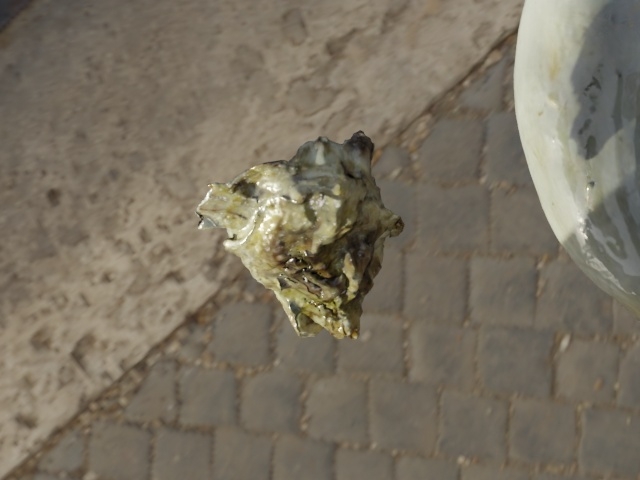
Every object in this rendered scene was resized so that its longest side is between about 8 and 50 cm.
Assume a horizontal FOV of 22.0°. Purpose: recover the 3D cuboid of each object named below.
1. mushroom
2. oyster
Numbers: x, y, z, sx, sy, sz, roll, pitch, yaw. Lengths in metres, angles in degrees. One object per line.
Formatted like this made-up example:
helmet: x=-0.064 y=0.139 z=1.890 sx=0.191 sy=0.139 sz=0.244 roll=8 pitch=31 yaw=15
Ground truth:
mushroom: x=0.191 y=-0.059 z=1.078 sx=0.118 sy=0.103 sz=0.270 roll=-8 pitch=95 yaw=8
oyster: x=0.001 y=-0.003 z=0.955 sx=0.108 sy=0.165 sz=0.053 roll=-37 pitch=55 yaw=0
